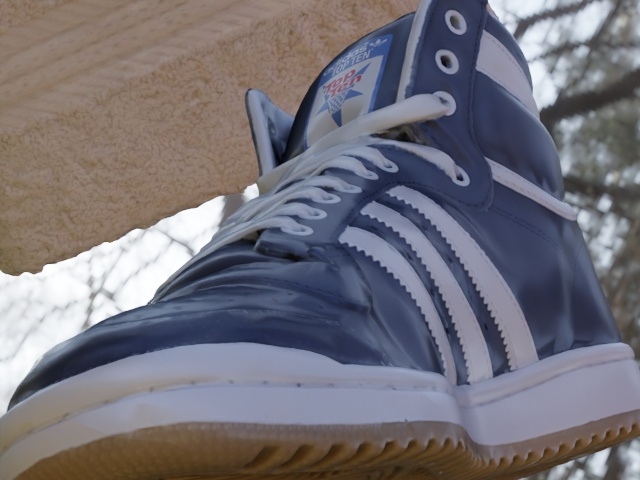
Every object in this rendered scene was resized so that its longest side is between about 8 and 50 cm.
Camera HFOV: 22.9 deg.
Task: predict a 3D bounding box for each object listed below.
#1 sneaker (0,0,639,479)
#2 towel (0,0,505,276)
[{"bbox_3d":[0.000,0.000,0.450,0.099,0.153,0.282,-23,-15,28],"label":"sneaker"},{"bbox_3d":[-0.059,-0.108,0.751,0.049,0.282,0.187,-123,-170,-64],"label":"towel"}]
